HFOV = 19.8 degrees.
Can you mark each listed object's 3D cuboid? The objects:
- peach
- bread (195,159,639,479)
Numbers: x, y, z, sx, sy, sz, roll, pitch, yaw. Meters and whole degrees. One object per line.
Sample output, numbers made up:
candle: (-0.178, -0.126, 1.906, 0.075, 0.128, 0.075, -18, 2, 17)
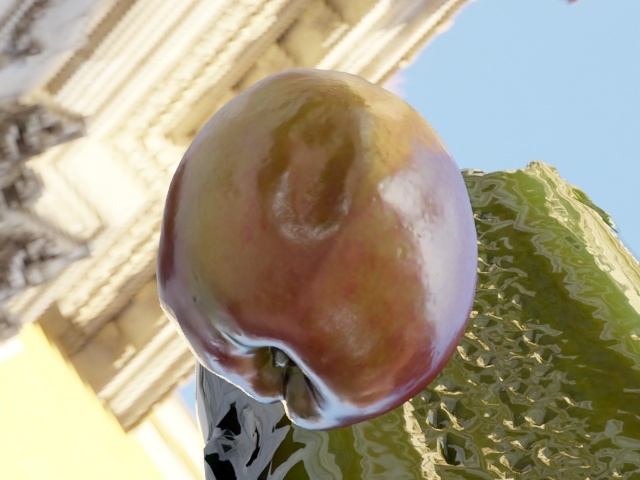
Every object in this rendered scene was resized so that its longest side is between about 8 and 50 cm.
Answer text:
peach: (0.001, -0.001, 0.538, 0.100, 0.100, 0.101, 6, -76, 22)
bread: (0.075, 0.122, 0.833, 0.251, 0.376, 0.208, -9, -66, -7)
